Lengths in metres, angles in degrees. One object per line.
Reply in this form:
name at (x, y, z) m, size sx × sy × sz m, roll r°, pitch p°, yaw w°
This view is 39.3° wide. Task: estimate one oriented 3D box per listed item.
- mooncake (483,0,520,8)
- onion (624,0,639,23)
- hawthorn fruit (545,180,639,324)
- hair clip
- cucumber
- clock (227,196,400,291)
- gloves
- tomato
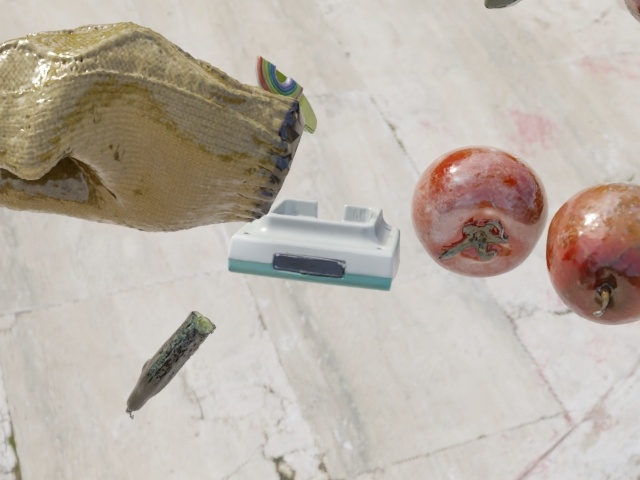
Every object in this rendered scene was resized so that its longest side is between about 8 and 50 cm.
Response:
mooncake at (0.211, -0.353, 1.022) m, size 0.175 × 0.168 × 0.104 m, roll 35°, pitch 41°, yaw 4°
onion at (0.586, -0.409, 1.371) m, size 0.248 × 0.248 × 0.161 m, roll -26°, pitch 62°, yaw -30°
hawthorn fruit at (0.484, 0.035, 1.515) m, size 0.263 × 0.235 × 0.231 m, roll -50°, pitch 44°, yaw -9°
hair clip at (-0.050, -0.224, 1.442) m, size 0.033 × 0.188 × 0.060 m, roll 2°, pitch 68°, yaw 33°
cucumber at (-0.180, 0.145, 1.012) m, size 0.039 × 0.163 × 0.043 m, roll 48°, pitch 17°, yaw 16°
clock at (0.000, 0.000, 1.473) m, size 0.262 × 0.116 × 0.231 m, roll 6°, pitch 7°, yaw 8°
gloves at (-0.192, -0.096, 0.761) m, size 0.356 × 0.203 × 0.155 m, roll 2°, pitch 71°, yaw -16°
tomato at (0.309, -0.067, 1.772) m, size 0.270 × 0.270 × 0.227 m, roll 11°, pitch 41°, yaw -4°
